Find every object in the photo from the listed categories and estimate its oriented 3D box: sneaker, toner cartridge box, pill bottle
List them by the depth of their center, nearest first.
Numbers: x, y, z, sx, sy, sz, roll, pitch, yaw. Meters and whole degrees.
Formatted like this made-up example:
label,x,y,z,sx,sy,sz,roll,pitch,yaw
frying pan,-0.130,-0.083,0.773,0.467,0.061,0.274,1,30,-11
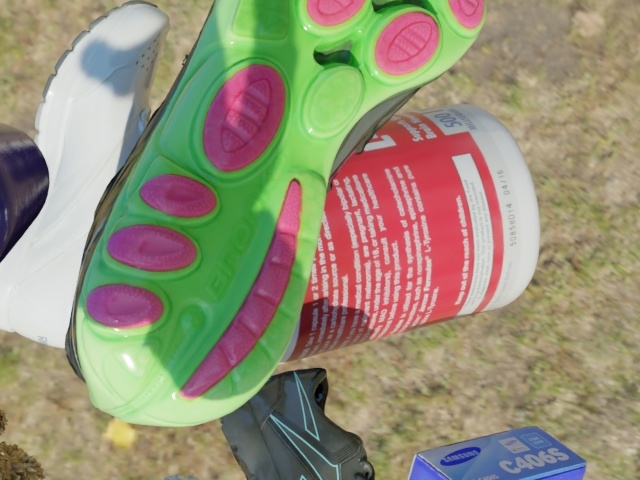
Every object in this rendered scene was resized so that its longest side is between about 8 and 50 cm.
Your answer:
label,x,y,z,sx,sy,sz,roll,pitch,yaw
sneaker,-0.045,-0.089,0.951,0.483,0.185,0.202,-57,17,-25
sneaker,-0.177,-0.049,1.088,0.129,0.111,0.297,21,91,6
sneaker,0.004,0.217,1.108,0.106,0.101,0.267,-24,60,-8
toner cartridge box,0.130,0.353,1.283,0.075,0.165,0.348,34,119,42
pill bottle,0.000,0.000,1.374,0.229,0.407,0.229,42,138,53

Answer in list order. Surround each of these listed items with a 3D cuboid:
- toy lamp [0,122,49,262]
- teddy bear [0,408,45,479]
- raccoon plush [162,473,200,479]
label,x,y,z,sx,sy,sz,roll,pitch,yaw
toy lamp,-0.194,0.008,0.511,0.080,0.274,0.080,7,111,20
teddy bear,-0.381,0.163,1.226,0.113,0.338,0.245,-42,43,11
raccoon plush,-0.056,0.370,1.151,0.299,0.216,0.446,-14,54,22
